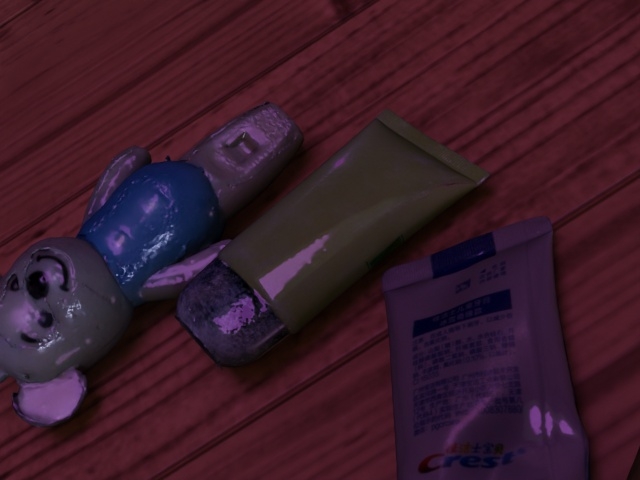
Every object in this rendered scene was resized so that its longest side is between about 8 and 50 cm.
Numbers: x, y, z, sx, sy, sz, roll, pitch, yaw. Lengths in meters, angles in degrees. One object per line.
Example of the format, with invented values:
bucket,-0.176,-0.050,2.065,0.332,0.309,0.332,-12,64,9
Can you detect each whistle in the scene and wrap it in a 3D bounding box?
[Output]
whistle,-0.107,0.001,0.738,0.236,0.077,0.114,-41,63,-9

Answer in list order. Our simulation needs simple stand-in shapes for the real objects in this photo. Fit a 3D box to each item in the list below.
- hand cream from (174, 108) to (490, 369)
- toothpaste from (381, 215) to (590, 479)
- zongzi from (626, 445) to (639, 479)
hand cream,0.000,0.000,0.694,0.175,0.046,0.095,-39,42,-12
toothpaste,0.075,0.092,0.570,0.096,0.061,0.266,-20,39,18
zongzi,0.065,0.185,0.383,0.467,0.218,0.500,-21,43,28
